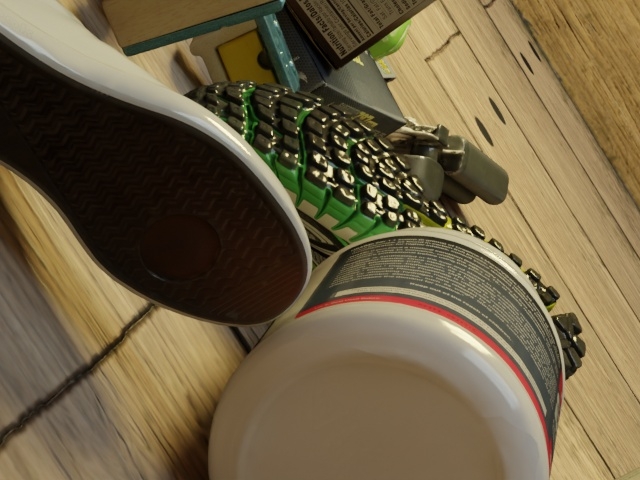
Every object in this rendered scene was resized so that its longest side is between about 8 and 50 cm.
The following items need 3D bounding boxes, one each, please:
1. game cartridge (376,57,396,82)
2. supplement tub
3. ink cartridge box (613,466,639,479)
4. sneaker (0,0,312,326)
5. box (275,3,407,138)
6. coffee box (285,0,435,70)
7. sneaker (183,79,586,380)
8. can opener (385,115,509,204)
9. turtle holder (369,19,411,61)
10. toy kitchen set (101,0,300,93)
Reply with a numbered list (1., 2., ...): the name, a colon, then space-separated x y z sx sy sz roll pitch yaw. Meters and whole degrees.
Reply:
1. game cartridge: 0.059 -0.203 2.001 0.056 0.017 0.083 56 15 3
2. supplement tub: 0.050 0.101 1.082 0.191 0.191 0.272 57 16 -5
3. ink cartridge box: 0.378 0.333 1.785 0.211 0.121 0.289 60 15 3
4. sneaker: -0.120 -0.068 0.973 0.290 0.106 0.123 39 17 -21
5. box: -0.015 -0.188 1.663 0.183 0.059 0.233 64 17 15
6. coffee box: 0.105 -0.295 1.568 0.119 0.297 0.168 52 19 -13
7. sneaker: 0.019 0.019 1.282 0.343 0.146 0.134 42 25 -4
8. can opener: 0.126 -0.073 1.897 0.280 0.074 0.093 18 78 -65
9. turtle holder: 0.056 -0.379 1.914 0.320 0.243 0.227 54 -3 17
10. toy kitchen set: -0.055 -0.150 1.303 0.207 0.122 0.166 -78 149 -64
